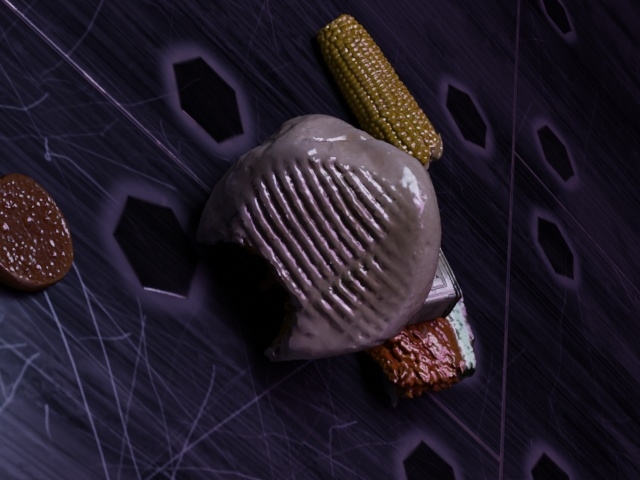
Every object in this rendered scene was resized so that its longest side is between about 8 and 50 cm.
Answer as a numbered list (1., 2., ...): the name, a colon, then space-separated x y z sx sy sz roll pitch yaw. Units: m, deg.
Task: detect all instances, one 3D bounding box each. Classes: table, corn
1. table: 0.116 0.058 1.538 0.083 0.062 0.079 -11 63 -24
2. corn: 0.084 -0.210 1.824 0.260 0.091 0.091 57 13 1

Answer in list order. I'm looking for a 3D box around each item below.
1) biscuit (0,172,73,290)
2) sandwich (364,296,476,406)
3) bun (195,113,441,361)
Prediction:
1. biscuit: -0.305 -0.022 1.170 0.175 0.026 0.124 39 36 -32
2. sandwich: 0.114 0.115 1.607 0.160 0.109 0.184 -11 70 -30
3. bun: 0.011 -0.011 1.436 0.281 0.282 0.205 58 6 -6
